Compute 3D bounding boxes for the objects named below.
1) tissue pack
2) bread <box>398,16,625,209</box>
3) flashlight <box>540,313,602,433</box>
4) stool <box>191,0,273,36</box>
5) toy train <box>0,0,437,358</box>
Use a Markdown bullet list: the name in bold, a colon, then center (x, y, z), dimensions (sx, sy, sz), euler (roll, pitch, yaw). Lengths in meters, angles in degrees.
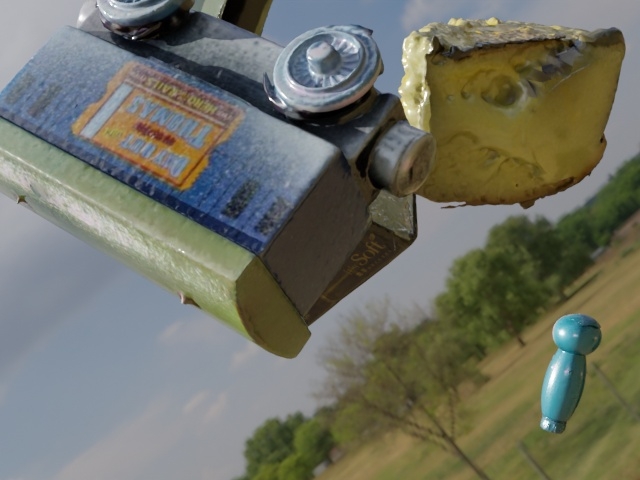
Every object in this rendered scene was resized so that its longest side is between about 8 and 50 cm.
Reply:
- **tissue pack**: center (0.000, 0.000, 2.013), dimensions (0.370, 0.198, 0.210), euler (-42, 34, 36)
- **bread**: center (0.189, -0.141, 1.156), dimensions (0.262, 0.204, 0.162), euler (-3, 18, -20)
- **flashlight**: center (0.258, 0.139, 1.091), dimensions (0.051, 0.051, 0.129), euler (-6, -70, -74)
- **stool**: center (-0.051, -0.282, 1.339), dimensions (0.170, 0.269, 0.244), euler (-34, -30, -63)
- **toy train**: center (-0.085, -0.069, 0.697), dimensions (0.202, 0.299, 0.131), euler (-53, -32, -17)
